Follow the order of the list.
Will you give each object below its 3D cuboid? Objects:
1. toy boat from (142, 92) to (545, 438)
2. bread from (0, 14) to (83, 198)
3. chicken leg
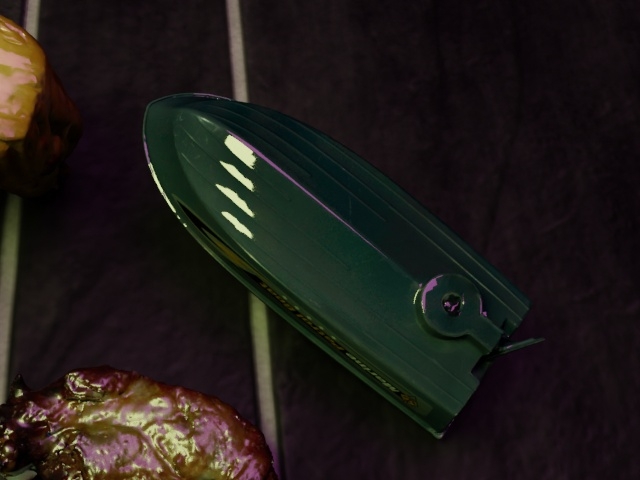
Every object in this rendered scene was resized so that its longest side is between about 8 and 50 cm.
[{"bbox_3d":[0.001,0.002,0.718,0.296,0.122,0.114,38,69,1],"label":"toy boat"},{"bbox_3d":[-0.265,-0.112,0.673,0.235,0.210,0.099,24,85,-2],"label":"bread"},{"bbox_3d":[-0.073,0.146,0.627,0.253,0.051,0.106,29,55,5],"label":"chicken leg"}]
